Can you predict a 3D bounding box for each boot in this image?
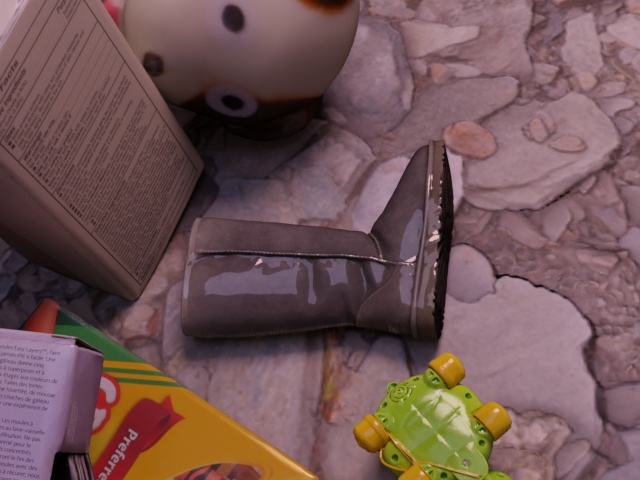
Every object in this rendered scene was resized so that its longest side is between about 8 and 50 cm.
[{"bbox_3d":[0.000,-0.002,0.836,0.208,0.076,0.190,1,59,18],"label":"boot"}]

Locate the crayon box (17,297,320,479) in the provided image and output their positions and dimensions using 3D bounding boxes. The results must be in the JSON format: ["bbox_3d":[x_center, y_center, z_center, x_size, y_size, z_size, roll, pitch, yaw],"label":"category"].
[{"bbox_3d":[-0.136,0.203,0.728,0.318,0.081,0.202,28,68,22],"label":"crayon box"}]

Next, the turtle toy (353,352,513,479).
[{"bbox_3d":[0.090,0.150,0.729,0.095,0.066,0.130,-37,62,-10],"label":"turtle toy"}]

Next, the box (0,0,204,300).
[{"bbox_3d":[-0.208,-0.085,0.763,0.121,0.311,0.148,19,71,19],"label":"box"}]

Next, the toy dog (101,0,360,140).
[{"bbox_3d":[-0.126,-0.266,0.916,0.395,0.285,0.408,-6,50,-36],"label":"toy dog"}]

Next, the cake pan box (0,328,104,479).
[{"bbox_3d":[-0.279,0.171,0.651,0.266,0.070,0.246,4,80,7],"label":"cake pan box"}]
